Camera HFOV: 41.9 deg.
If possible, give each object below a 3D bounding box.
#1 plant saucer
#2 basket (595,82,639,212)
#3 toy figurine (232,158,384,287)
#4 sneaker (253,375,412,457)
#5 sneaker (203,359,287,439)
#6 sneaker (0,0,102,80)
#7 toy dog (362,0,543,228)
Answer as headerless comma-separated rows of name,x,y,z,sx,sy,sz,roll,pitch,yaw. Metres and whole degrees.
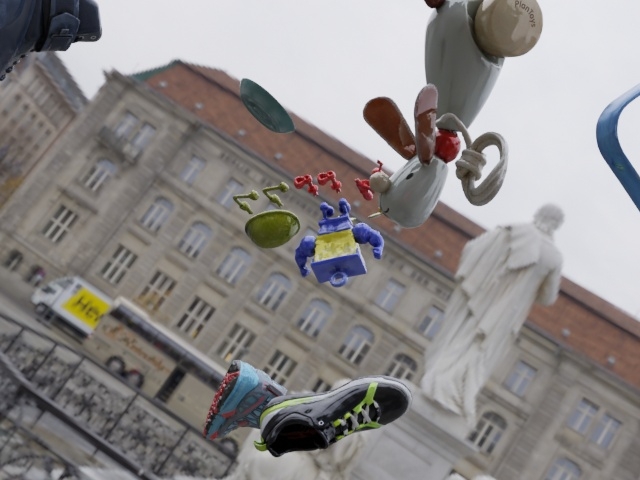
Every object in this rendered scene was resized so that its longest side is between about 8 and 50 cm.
plant saucer,-0.092,-0.212,1.355,0.119,0.021,0.119,41,-12,10
basket,0.405,-0.078,0.766,0.255,0.289,0.201,57,-21,-15
toy figurine,0.000,0.000,1.752,0.362,0.217,0.191,-12,-34,11
sneaker,0.021,0.266,1.200,0.097,0.234,0.084,-97,172,-64
sneaker,-0.127,0.301,1.451,0.125,0.104,0.262,22,-29,-5
sneaker,-0.331,-0.207,0.918,0.086,0.163,0.226,52,-49,18
toy dog,0.139,-0.198,1.053,0.161,0.334,0.220,25,-20,-20
